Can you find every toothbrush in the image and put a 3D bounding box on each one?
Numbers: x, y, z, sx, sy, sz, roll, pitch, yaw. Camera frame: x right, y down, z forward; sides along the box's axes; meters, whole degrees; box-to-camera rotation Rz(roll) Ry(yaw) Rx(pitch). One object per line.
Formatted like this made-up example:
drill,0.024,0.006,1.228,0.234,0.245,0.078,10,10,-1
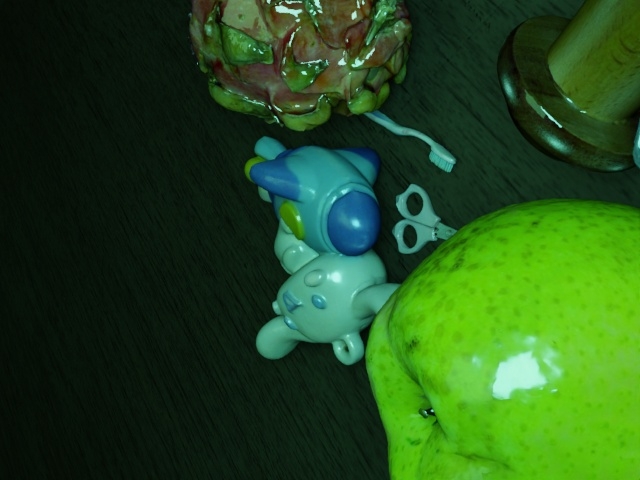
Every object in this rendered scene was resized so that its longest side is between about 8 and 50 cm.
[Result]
toothbrush,0.105,-0.167,1.242,0.269,0.021,0.027,44,117,43

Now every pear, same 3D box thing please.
pear,0.220,0.133,0.823,0.391,0.391,0.391,0,90,52

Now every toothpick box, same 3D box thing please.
toothpick box,0.304,-0.200,0.835,0.294,0.192,0.192,-54,50,47

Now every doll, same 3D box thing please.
doll,-0.005,0.000,1.247,0.376,0.187,0.366,-15,84,36

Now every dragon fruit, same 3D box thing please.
dragon fruit,-0.009,-0.270,1.192,0.263,0.314,0.296,39,129,26

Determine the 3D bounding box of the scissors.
scissors,0.165,-0.013,1.173,0.189,0.015,0.100,23,109,47

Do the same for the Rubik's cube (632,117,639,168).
Rubik's cube,0.451,-0.153,0.568,0.313,0.318,0.316,25,111,49
